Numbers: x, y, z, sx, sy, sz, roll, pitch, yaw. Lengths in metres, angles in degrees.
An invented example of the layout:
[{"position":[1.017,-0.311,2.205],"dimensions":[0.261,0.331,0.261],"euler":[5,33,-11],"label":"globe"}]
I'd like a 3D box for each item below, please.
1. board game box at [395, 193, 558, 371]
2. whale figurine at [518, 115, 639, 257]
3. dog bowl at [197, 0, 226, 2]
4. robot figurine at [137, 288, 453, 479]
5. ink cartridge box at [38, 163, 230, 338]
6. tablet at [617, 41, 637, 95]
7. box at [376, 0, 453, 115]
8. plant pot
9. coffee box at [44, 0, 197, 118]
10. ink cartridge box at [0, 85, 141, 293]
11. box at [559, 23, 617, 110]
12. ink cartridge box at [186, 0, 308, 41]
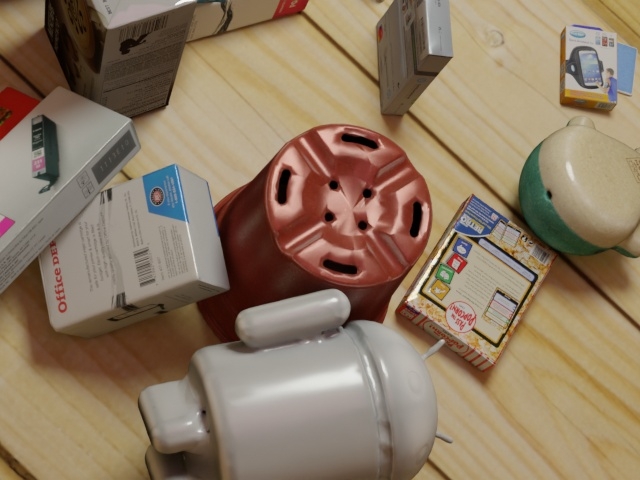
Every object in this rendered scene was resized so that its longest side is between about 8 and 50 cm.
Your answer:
[{"position":[0.211,0.055,1.738],"dimensions":[0.147,0.045,0.193],"euler":[36,65,-2],"label":"board game box"},{"position":[0.383,-0.066,1.805],"dimensions":[0.272,0.141,0.216],"euler":[-10,72,-45],"label":"whale figurine"},{"position":[-0.194,-0.429,1.628],"dimensions":[0.074,0.166,0.297],"euler":[-16,75,-7],"label":"dog bowl"},{"position":[-0.020,0.200,1.452],"dimensions":[0.353,0.200,0.300],"euler":[-9,115,-14],"label":"robot figurine"},{"position":[-0.227,0.016,1.546],"dimensions":[0.203,0.086,0.148],"euler":[-19,72,19],"label":"ink cartridge box"},{"position":[0.448,-0.260,1.945],"dimensions":[0.054,0.006,0.083],"euler":[16,68,-11],"label":"tablet"},{"position":[0.125,-0.272,1.754],"dimensions":[0.038,0.186,0.145],"euler":[4,69,-17],"label":"box"},{"position":[0.000,0.000,1.575],"dimensions":[0.272,0.265,0.272],"euler":[6,69,-15],"label":"plant pot"},{"position":[-0.252,-0.276,1.584],"dimensions":[0.119,0.297,0.168],"euler":[-22,79,-19],"label":"coffee box"},{"position":[-0.389,-0.079,1.540],"dimensions":[0.239,0.060,0.275],"euler":[26,61,27],"label":"ink cartridge box"},{"position":[0.397,-0.262,1.915],"dimensions":[0.081,0.028,0.136],"euler":[7,71,-7],"label":"box"},{"position":[-0.148,-0.379,1.760],"dimensions":[0.237,0.100,0.172],"euler":[-19,76,-21],"label":"ink cartridge box"}]
